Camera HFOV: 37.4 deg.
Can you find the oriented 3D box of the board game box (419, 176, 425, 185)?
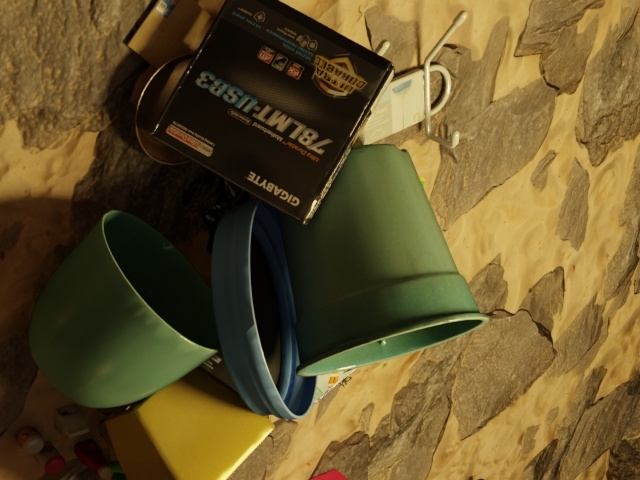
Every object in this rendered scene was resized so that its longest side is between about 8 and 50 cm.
[{"bbox_3d":[0.149,-0.021,2.075,0.124,0.039,0.259,-2,117,-42],"label":"board game box"}]

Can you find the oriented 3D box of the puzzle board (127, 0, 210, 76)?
[{"bbox_3d":[-0.249,-0.347,1.555,0.096,0.011,0.128,37,86,-45],"label":"puzzle board"}]

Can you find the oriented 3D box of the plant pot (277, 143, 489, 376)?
[{"bbox_3d":[0.081,0.030,1.650,0.341,0.341,0.334,-4,73,-41],"label":"plant pot"}]

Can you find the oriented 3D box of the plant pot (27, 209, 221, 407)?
[{"bbox_3d":[-0.334,0.137,1.559,0.235,0.293,0.293,-40,137,11],"label":"plant pot"}]

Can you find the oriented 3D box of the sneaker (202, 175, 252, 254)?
[{"bbox_3d":[-0.176,-0.053,1.742,0.078,0.067,0.188,-18,127,-42],"label":"sneaker"}]

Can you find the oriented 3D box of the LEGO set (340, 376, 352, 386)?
[{"bbox_3d":[0.043,0.311,2.178,0.054,0.023,0.083,-36,145,-19],"label":"LEGO set"}]

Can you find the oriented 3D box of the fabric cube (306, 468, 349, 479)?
[{"bbox_3d":[0.012,0.738,2.211,0.259,0.258,0.254,-13,120,-37],"label":"fabric cube"}]

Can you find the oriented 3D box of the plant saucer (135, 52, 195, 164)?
[{"bbox_3d":[-0.239,-0.226,1.602,0.199,0.036,0.198,-27,133,-34],"label":"plant saucer"}]

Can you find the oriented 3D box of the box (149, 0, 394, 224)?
[{"bbox_3d":[-0.076,-0.222,1.529,0.293,0.295,0.073,-59,174,-1],"label":"box"}]

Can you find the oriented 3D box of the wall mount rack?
[{"bbox_3d":[0.171,-0.294,1.874,0.350,0.130,0.304,-27,128,-30],"label":"wall mount rack"}]

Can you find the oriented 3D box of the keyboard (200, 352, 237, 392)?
[{"bbox_3d":[-0.245,0.242,1.835,0.201,0.033,0.317,-45,125,4],"label":"keyboard"}]

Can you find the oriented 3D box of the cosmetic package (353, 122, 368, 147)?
[{"bbox_3d":[-0.034,-0.235,1.709,0.225,0.138,0.224,-3,110,-40],"label":"cosmetic package"}]

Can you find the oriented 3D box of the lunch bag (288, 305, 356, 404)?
[{"bbox_3d":[-0.014,0.189,1.992,0.243,0.115,0.303,-39,133,-22],"label":"lunch bag"}]

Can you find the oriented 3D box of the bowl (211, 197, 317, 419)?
[{"bbox_3d":[-0.094,0.122,1.663,0.077,0.391,0.391,-11,132,13],"label":"bowl"}]

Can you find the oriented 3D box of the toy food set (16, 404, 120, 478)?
[{"bbox_3d":[-0.423,0.370,1.726,0.232,0.104,0.111,-11,120,-38],"label":"toy food set"}]

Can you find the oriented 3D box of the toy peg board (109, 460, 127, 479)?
[{"bbox_3d":[-0.347,0.441,1.834,0.160,0.079,0.161,-74,168,-56],"label":"toy peg board"}]

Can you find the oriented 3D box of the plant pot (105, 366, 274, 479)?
[{"bbox_3d":[-0.250,0.335,1.663,0.212,0.212,0.187,-42,99,-36],"label":"plant pot"}]
